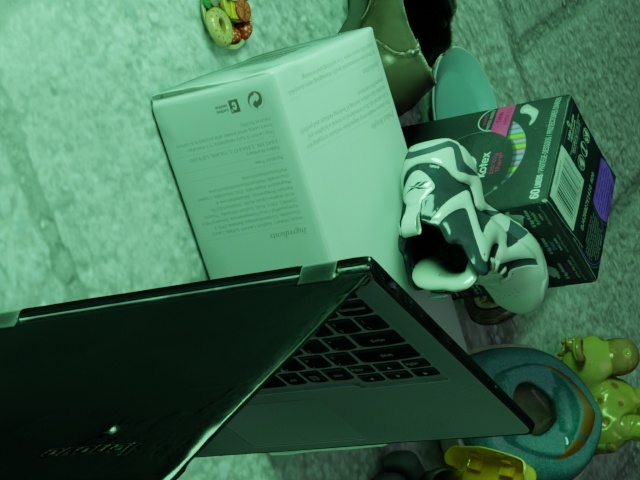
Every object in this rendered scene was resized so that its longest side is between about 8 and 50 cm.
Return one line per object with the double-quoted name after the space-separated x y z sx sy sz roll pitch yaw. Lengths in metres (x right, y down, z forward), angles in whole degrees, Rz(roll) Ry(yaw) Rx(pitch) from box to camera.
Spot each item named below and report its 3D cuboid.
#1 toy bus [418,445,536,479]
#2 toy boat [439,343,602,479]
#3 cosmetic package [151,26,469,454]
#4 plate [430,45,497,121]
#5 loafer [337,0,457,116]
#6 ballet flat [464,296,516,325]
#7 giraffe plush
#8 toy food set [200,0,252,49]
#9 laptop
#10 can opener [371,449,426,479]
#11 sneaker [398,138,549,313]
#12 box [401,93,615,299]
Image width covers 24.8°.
0.197 0.359 1.575 0.211 0.149 0.220 32 73 -31 "toy bus"
0.273 0.276 1.766 0.267 0.148 0.318 3 69 -42 "toy boat"
0.000 0.000 1.474 0.217 0.156 0.385 -31 109 -55 "cosmetic package"
0.186 -0.162 1.916 0.188 0.024 0.188 18 68 -53 "plate"
0.107 -0.250 1.689 0.134 0.130 0.366 58 28 -31 "loafer"
0.237 0.019 1.890 0.250 0.084 0.058 -64 149 -49 "ballet flat"
0.405 0.210 2.064 0.210 0.181 0.170 -13 81 -23 "giraffe plush"
-0.097 -0.239 1.505 0.083 0.020 0.082 -5 86 -57 "toy food set"
-0.114 0.160 1.045 0.408 0.382 0.236 44 48 -43 "laptop"
0.148 0.361 1.673 0.280 0.093 0.074 60 39 -21 "can opener"
0.147 0.027 1.465 0.235 0.094 0.153 58 37 -34 "sneaker"
0.173 -0.040 1.636 0.143 0.270 0.165 52 42 -36 "box"
